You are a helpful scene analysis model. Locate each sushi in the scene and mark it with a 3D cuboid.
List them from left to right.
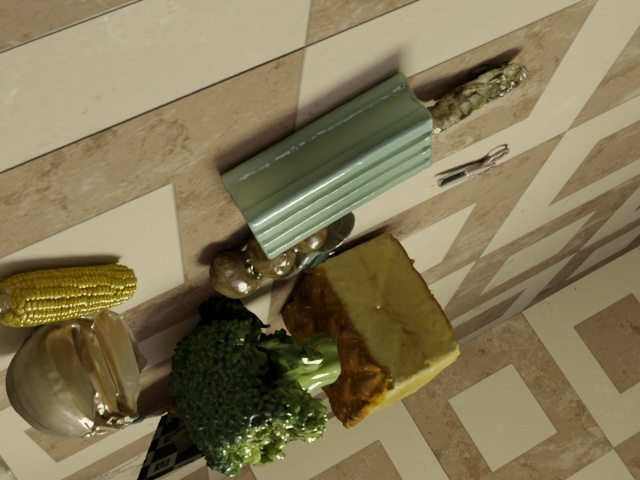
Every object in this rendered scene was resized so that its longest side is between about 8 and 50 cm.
[{"bbox_3d":[-0.212,0.335,1.780,0.359,0.064,0.343,-25,-168,3],"label":"sushi"}]

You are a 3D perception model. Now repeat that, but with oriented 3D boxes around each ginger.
[{"bbox_3d":[-0.075,0.015,1.282,0.204,0.080,0.104,-32,157,8],"label":"ginger"}]

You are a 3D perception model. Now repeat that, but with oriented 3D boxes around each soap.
[{"bbox_3d":[0.015,-0.094,1.126,0.265,0.087,0.160,-30,162,-3],"label":"soap"}]

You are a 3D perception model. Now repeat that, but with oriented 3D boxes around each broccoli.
[{"bbox_3d":[-0.123,0.248,1.477,0.317,0.277,0.338,-20,154,8],"label":"broccoli"}]

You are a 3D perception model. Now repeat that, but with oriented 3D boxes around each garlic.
[{"bbox_3d":[-0.343,0.186,1.162,0.143,0.178,0.229,-20,180,12],"label":"garlic"}]

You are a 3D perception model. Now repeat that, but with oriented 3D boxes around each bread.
[{"bbox_3d":[0.094,0.174,1.653,0.207,0.279,0.279,-22,159,-28],"label":"bread"}]

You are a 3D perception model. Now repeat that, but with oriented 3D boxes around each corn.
[{"bbox_3d":[-0.312,0.064,1.054,0.067,0.067,0.206,-42,162,30],"label":"corn"}]

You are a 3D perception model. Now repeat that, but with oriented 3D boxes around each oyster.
[{"bbox_3d":[0.214,-0.196,1.224,0.200,0.061,0.106,-28,163,-10],"label":"oyster"}]

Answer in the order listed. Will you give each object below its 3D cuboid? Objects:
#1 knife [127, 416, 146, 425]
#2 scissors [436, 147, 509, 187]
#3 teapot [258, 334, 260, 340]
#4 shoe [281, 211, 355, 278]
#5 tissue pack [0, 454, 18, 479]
[{"bbox_3d":[-0.415,0.391,1.837,0.027,0.010,0.096,-42,157,32],"label":"knife"},{"bbox_3d":[0.273,-0.127,1.565,0.176,0.022,0.085,-22,163,-36],"label":"scissors"},{"bbox_3d":[-0.156,0.224,1.757,0.083,0.057,0.067,-16,-174,-26],"label":"teapot"},{"bbox_3d":[0.000,0.000,1.389,0.169,0.071,0.099,-36,165,27],"label":"shoe"},{"bbox_3d":[-0.510,0.220,0.816,0.356,0.266,0.194,-26,167,-18],"label":"tissue pack"}]
